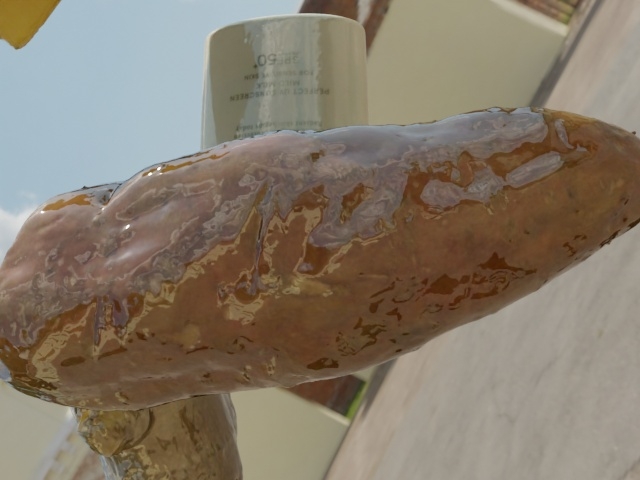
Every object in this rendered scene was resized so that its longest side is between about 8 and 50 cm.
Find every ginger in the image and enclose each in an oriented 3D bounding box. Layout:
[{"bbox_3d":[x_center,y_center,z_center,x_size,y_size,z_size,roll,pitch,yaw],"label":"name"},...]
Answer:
[{"bbox_3d":[-0.152,0.171,0.865,0.221,0.130,0.276,50,-155,-81],"label":"ginger"}]

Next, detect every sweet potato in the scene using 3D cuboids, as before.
[{"bbox_3d":[0.000,0.000,0.349,0.097,0.251,0.097,-16,-90,-85],"label":"sweet potato"}]

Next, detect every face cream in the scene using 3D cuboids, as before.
[{"bbox_3d":[-0.037,-0.055,0.942,0.081,0.173,0.349,65,-156,-70],"label":"face cream"}]

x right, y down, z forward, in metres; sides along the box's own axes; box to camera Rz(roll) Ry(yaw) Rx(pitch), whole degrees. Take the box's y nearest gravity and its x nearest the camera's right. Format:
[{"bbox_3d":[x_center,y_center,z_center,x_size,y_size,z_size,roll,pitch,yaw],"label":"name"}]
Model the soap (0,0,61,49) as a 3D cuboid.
[{"bbox_3d":[-0.293,-0.329,0.940,0.204,0.096,0.324,-48,33,12],"label":"soap"}]
